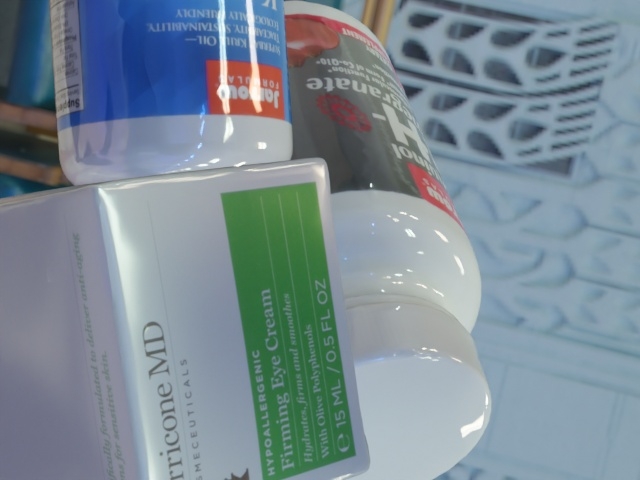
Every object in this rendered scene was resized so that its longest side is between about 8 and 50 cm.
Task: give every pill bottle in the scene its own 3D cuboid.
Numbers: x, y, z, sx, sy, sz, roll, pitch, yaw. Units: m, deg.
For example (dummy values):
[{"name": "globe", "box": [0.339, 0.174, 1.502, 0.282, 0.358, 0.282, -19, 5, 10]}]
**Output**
[{"name": "pill bottle", "box": [-0.078, -0.089, 0.642, 0.124, 0.124, 0.221, 3, 82, -80]}, {"name": "pill bottle", "box": [0.000, 0.000, 0.783, 0.318, 0.176, 0.176, -107, -164, -45]}]

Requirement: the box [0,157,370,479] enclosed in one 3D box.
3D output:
[{"name": "box", "box": [-0.053, 0.030, 0.382, 0.087, 0.102, 0.101, -9, 92, -40]}]
